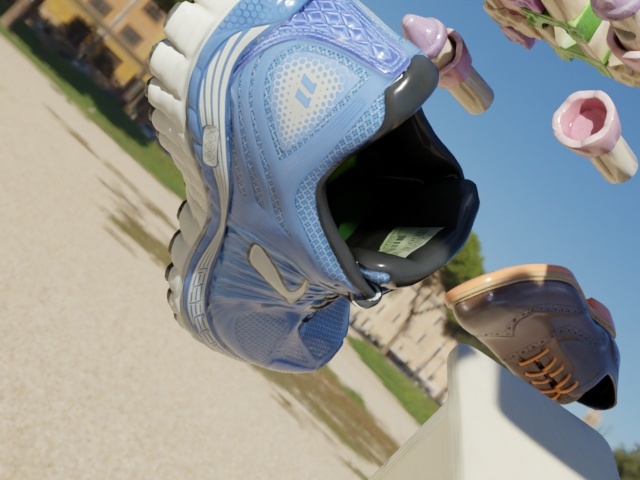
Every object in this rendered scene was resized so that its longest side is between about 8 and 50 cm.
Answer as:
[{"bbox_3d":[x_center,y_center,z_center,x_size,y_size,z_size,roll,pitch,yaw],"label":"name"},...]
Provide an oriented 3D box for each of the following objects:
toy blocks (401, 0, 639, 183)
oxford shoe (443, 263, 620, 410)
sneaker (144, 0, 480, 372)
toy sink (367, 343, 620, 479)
[{"bbox_3d":[0.260,-0.277,1.012,0.288,0.309,0.260,36,1,42],"label":"toy blocks"},{"bbox_3d":[0.277,0.124,1.132,0.363,0.130,0.133,22,49,-45],"label":"oxford shoe"},{"bbox_3d":[0.000,0.000,0.523,0.147,0.130,0.330,31,-26,18],"label":"sneaker"},{"bbox_3d":[0.113,0.208,0.631,0.152,0.131,0.234,34,25,-12],"label":"toy sink"}]
